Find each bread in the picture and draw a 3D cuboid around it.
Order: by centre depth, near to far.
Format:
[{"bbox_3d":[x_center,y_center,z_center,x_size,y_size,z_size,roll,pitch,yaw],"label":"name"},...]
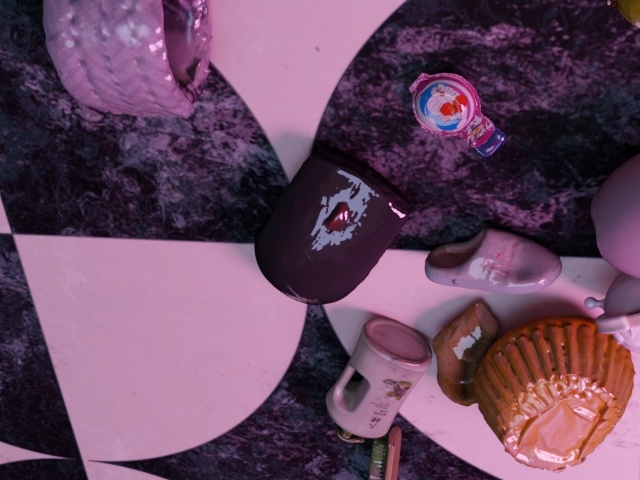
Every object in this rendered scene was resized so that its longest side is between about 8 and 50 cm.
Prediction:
[{"bbox_3d":[0.341,0.216,1.670,0.240,0.139,0.240,0,124,0],"label":"bread"}]

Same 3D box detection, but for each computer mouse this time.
[{"bbox_3d":[0.000,0.000,1.667,0.170,0.100,0.269,30,127,-7],"label":"computer mouse"}]

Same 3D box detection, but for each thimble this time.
[{"bbox_3d":[-0.238,-0.276,1.481,0.157,0.217,0.245,7,132,14],"label":"thimble"}]

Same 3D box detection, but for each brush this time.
[{"bbox_3d":[0.103,0.429,1.955,0.048,0.054,0.282,15,126,18],"label":"brush"}]

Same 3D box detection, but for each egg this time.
[{"bbox_3d":[0.462,-0.039,1.451,0.232,0.176,0.176,-20,115,20],"label":"egg"}]

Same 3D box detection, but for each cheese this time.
[{"bbox_3d":[0.182,-0.168,1.534,0.145,0.038,0.095,37,126,-8],"label":"cheese"}]

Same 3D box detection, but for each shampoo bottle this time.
[{"bbox_3d":[0.079,0.236,1.809,0.118,0.087,0.234,25,127,-2],"label":"shampoo bottle"}]

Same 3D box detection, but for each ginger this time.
[{"bbox_3d":[0.220,0.176,1.737,0.095,0.069,0.190,-13,124,-17],"label":"ginger"}]

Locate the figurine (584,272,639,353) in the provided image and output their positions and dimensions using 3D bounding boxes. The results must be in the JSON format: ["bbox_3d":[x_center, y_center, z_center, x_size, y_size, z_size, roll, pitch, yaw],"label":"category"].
[{"bbox_3d":[0.480,0.094,1.551,0.236,0.162,0.141,-11,90,11],"label":"figurine"}]

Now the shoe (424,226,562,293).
[{"bbox_3d":[0.238,0.023,1.621,0.195,0.079,0.078,0,130,22],"label":"shoe"}]

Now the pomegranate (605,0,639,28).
[{"bbox_3d":[0.418,-0.326,1.293,0.156,0.156,0.220,41,105,-12],"label":"pomegranate"}]
